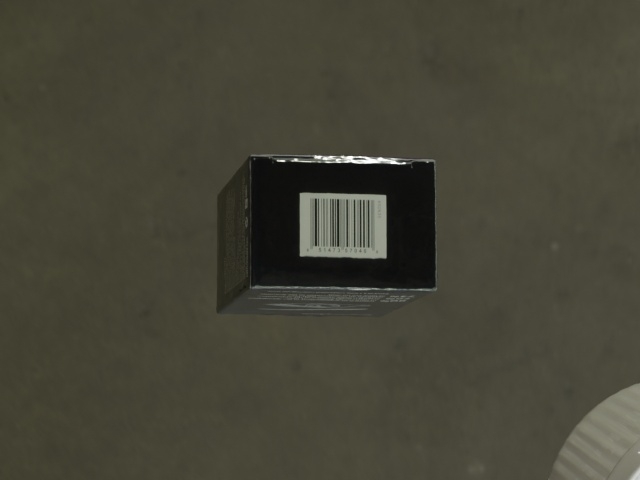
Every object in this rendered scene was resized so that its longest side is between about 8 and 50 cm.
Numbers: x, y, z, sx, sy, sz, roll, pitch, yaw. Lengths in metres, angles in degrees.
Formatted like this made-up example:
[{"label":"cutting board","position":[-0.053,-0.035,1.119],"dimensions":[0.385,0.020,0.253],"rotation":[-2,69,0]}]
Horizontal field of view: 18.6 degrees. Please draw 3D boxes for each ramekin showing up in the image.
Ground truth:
[{"label":"ramekin","position":[0.268,0.204,1.489],"dimensions":[0.207,0.207,0.109],"rotation":[-38,30,-11]}]

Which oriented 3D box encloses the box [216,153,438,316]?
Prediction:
[{"label":"box","position":[0.000,0.000,1.595],"dimensions":[0.153,0.207,0.108],"rotation":[1,83,-12]}]
